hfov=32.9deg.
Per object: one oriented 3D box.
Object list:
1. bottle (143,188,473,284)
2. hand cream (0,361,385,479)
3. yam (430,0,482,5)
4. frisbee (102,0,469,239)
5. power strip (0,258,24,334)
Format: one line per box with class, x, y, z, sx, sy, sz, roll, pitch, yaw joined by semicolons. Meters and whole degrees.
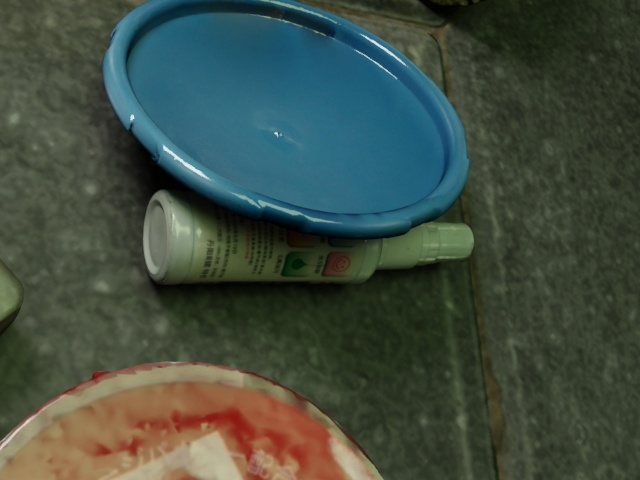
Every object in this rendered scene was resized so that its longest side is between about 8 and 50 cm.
bottle;0.000;0.000;0.683;0.217;0.060;0.060;1;68;-25
hand cream;-0.078;0.179;0.512;0.230;0.149;0.230;9;67;-22
yam;0.143;-0.315;0.842;0.154;0.154;0.254;37;59;-7
frisbee;-0.021;-0.079;0.693;0.242;0.045;0.242;13;41;-12
power strip;-0.280;0.079;0.511;0.093;0.053;0.288;50;55;0
